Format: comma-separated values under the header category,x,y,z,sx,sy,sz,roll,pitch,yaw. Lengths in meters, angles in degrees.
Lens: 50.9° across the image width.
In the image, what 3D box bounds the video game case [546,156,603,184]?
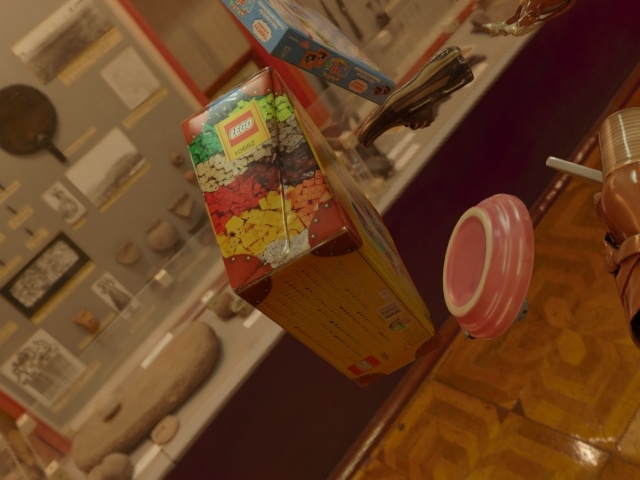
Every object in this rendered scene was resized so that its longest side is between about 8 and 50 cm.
category,x,y,z,sx,sy,sz,roll,pitch,yaw
video game case,0.588,-0.109,1.339,0.212,0.193,0.023,31,104,49

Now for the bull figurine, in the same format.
category,x,y,z,sx,sy,sz,roll,pitch,yaw
bull figurine,0.331,-0.513,1.258,0.188,0.101,0.310,-44,70,6

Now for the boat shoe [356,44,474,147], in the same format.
category,x,y,z,sx,sy,sz,roll,pitch,yaw
boat shoe,0.247,-0.350,1.756,0.355,0.130,0.132,-40,4,22

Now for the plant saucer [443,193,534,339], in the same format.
category,x,y,z,sx,sy,sz,roll,pitch,yaw
plant saucer,0.362,0.053,1.512,0.332,0.084,0.332,-169,90,-79

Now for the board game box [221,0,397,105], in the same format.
category,x,y,z,sx,sy,sz,roll,pitch,yaw
board game box,-0.020,-0.243,0.791,0.039,0.211,0.160,-51,58,22

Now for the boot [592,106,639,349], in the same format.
category,x,y,z,sx,sy,sz,roll,pitch,yaw
boot,0.363,0.021,0.721,0.109,0.283,0.220,-8,57,21

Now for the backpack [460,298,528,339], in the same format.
category,x,y,z,sx,sy,sz,roll,pitch,yaw
backpack,0.443,0.165,1.750,0.117,0.158,0.173,-17,-10,-38

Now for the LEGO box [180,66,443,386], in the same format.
category,x,y,z,sx,sy,sz,roll,pitch,yaw
LEGO box,0.000,0.000,1.214,0.193,0.500,0.372,-30,53,9
